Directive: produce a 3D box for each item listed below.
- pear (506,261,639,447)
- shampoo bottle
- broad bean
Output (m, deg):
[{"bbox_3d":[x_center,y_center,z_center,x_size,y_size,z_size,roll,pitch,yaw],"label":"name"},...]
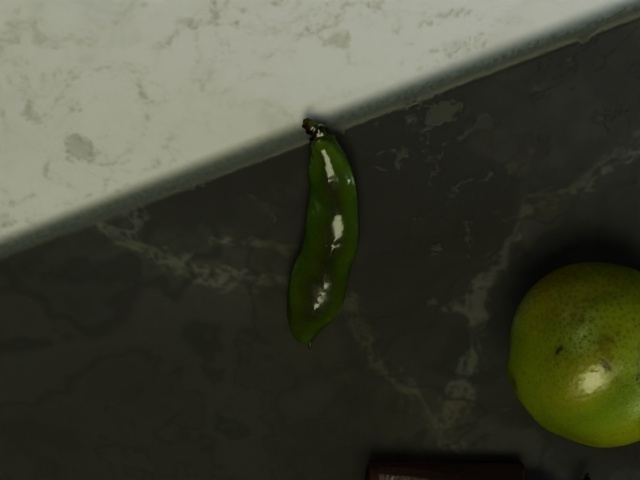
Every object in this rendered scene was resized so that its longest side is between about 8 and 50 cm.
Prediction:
[{"bbox_3d":[0.284,0.095,1.553,0.216,0.166,0.180,-35,104,21],"label":"pear"},{"bbox_3d":[0.164,0.267,1.730,0.236,0.067,0.068,4,133,-2],"label":"shampoo bottle"},{"bbox_3d":[0.004,0.000,1.566,0.065,0.046,0.254,8,122,4],"label":"broad bean"}]
